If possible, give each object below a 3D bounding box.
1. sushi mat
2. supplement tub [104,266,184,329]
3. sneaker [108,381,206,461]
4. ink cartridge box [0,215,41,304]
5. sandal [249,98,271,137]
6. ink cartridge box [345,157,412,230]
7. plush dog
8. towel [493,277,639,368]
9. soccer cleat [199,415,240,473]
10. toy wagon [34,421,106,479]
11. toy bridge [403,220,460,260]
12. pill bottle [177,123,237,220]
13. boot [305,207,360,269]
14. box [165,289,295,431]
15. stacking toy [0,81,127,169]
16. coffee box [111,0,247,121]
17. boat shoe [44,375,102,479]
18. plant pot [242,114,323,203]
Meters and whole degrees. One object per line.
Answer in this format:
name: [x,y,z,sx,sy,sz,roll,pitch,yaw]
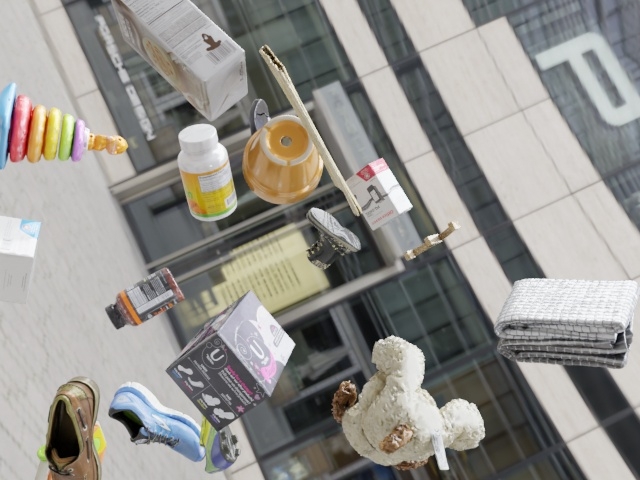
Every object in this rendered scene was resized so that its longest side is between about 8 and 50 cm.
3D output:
sushi mat: [-0.014,-0.193,1.248,0.316,0.019,0.151,59,0,-32]
supplement tub: [-0.473,0.161,1.874,0.106,0.198,0.106,57,-12,18]
sneaker: [-0.491,0.570,2.079,0.330,0.129,0.147,33,31,-3]
ink cartridge box: [-0.886,0.042,1.860,0.171,0.233,0.168,-107,-147,-52]
sandal: [-0.156,-0.277,1.977,0.097,0.055,0.254,25,60,-66]
ink cartridge box: [0.147,-0.116,1.791,0.109,0.063,0.150,-35,-95,47]
plush dog: [0.133,0.344,1.293,0.262,0.210,0.225,44,-39,3]
towel: [0.552,0.178,1.553,0.235,0.284,0.121,-38,121,-54]
soccer cleat: [-0.306,0.517,1.965,0.093,0.121,0.289,40,20,-41]
toy wagon: [-0.801,0.725,2.177,0.344,0.068,0.267,-55,149,-48]
toy bridge: [0.311,0.000,1.924,0.063,0.188,0.026,-13,71,-50]
pill bottle: [-0.316,-0.188,1.924,0.136,0.136,0.245,-122,-161,-50]
boot: [0.001,0.002,2.419,0.236,0.179,0.085,36,37,-28]
box: [-0.167,0.232,1.394,0.163,0.142,0.247,51,17,-6]
stacking toy: [-0.623,-0.251,1.692,0.165,0.302,0.175,118,-30,-41]
coffee box: [-0.250,-0.351,1.253,0.246,0.098,0.141,44,-17,12]
boat shoe: [-0.528,0.442,1.453,0.104,0.111,0.307,-53,145,-77]
plant pot: [-0.088,-0.213,1.714,0.205,0.205,0.188,65,-12,10]
